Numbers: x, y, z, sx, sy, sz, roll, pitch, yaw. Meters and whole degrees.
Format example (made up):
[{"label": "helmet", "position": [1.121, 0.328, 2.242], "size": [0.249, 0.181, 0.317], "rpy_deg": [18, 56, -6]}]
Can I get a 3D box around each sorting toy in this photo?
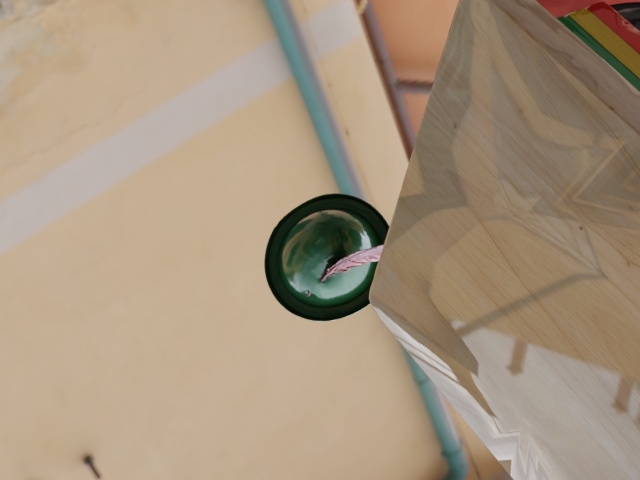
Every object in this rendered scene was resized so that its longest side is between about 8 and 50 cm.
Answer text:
[{"label": "sorting toy", "position": [0.157, 0.025, 0.635], "size": [0.089, 0.255, 0.257], "rpy_deg": [-21, -125, -29]}]

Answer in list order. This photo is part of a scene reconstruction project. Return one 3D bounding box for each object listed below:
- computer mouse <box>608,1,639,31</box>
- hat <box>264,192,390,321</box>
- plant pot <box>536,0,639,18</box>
[{"label": "computer mouse", "position": [0.226, -0.119, 0.778], "size": [0.272, 0.072, 0.188], "rpy_deg": [-8, -177, -36]}, {"label": "hat", "position": [0.000, 0.000, 1.476], "size": [0.208, 0.183, 0.173], "rpy_deg": [-23, -107, 10]}, {"label": "plant pot", "position": [0.241, -0.323, 1.035], "size": [0.275, 0.243, 0.275], "rpy_deg": [22, -149, -14]}]
